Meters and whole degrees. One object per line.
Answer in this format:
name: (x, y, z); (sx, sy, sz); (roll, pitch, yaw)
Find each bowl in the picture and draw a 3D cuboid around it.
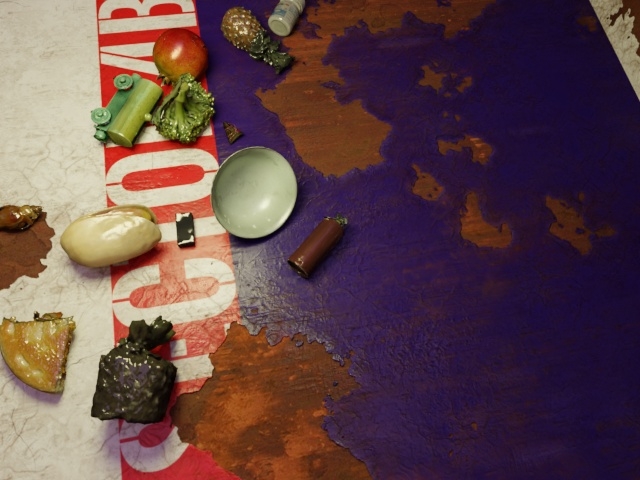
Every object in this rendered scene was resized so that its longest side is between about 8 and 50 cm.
bowl: (-0.250, -0.176, 1.660); (0.313, 0.313, 0.146); (-36, 32, -16)

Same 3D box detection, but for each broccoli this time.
broccoli: (-0.472, -0.469, 1.734); (0.180, 0.273, 0.242); (30, 67, -30)

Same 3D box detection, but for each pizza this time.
pizza: (-0.842, 0.318, 1.471); (0.289, 0.081, 0.228); (41, 78, 9)

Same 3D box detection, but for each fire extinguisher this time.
fire extinguisher: (0.000, 0.000, 1.666); (0.105, 0.105, 0.269); (37, 71, 9)

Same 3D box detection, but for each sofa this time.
sofa: (-0.468, -0.037, 1.663); (0.060, 0.039, 0.117); (-8, 71, -7)

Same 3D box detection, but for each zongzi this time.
zongzi: (-0.343, -0.418, 1.800); (0.067, 0.073, 0.083); (-40, 76, 2)

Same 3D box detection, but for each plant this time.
plant: (-0.532, 0.371, 1.409); (0.213, 0.215, 0.312); (6, 74, -7)

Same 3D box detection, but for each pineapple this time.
pineapple: (-0.242, -0.801, 1.927); (0.310, 0.141, 0.170); (39, 46, 2)

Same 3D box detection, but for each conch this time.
conch: (-1.046, -0.077, 1.604); (0.233, 0.080, 0.086); (-3, 62, -5)

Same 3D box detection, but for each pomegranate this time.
pomegranate: (-0.534, -0.684, 1.821); (0.210, 0.210, 0.235); (40, 109, 10)

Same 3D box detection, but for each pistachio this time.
pistachio: (-0.680, -0.019, 1.560); (0.299, 0.187, 0.187); (-21, 73, -14)

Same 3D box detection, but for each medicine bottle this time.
medicine bottle: (-0.141, -0.946, 1.999); (0.105, 0.105, 0.168); (22, 69, 3)

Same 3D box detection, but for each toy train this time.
toy train: (-0.703, -0.473, 1.767); (0.190, 0.126, 0.307); (23, 68, -5)
